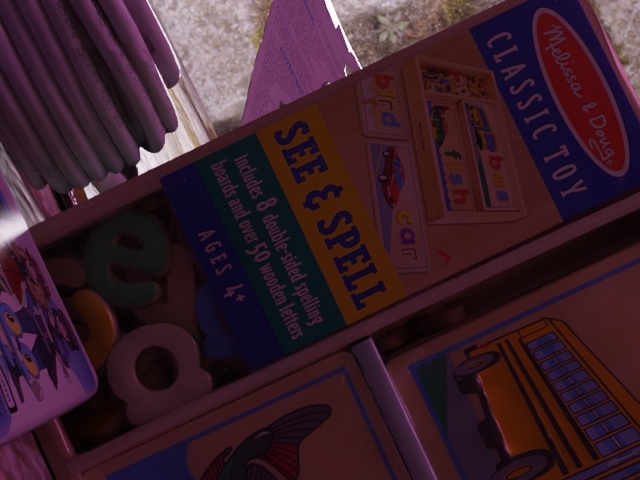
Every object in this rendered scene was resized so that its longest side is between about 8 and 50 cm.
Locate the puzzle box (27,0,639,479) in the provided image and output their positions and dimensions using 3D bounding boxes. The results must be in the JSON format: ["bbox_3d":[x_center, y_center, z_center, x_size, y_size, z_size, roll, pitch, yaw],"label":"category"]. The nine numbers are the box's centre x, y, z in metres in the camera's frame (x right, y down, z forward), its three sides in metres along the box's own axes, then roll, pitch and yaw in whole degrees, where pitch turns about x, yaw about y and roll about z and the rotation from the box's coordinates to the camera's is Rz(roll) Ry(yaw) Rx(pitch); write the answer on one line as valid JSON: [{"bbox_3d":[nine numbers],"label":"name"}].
[{"bbox_3d":[0.065,0.134,0.597,0.052,0.272,0.409,52,12,-85],"label":"puzzle box"}]

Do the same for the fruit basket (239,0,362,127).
[{"bbox_3d":[0.000,0.000,1.077,0.353,0.165,0.327,-86,157,-44],"label":"fruit basket"}]

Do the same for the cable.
[{"bbox_3d":[-0.149,-0.147,0.694,0.257,0.089,0.257,55,-11,56],"label":"cable"}]

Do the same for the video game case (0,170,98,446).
[{"bbox_3d":[-0.171,-0.084,0.437,0.329,0.036,0.300,64,1,1],"label":"video game case"}]

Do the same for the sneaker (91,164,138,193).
[{"bbox_3d":[-0.141,-0.176,0.975,0.104,0.146,0.296,68,-2,-77],"label":"sneaker"}]

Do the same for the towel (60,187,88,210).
[{"bbox_3d":[-0.137,-0.005,0.893,0.060,0.009,0.083,63,3,-80],"label":"towel"}]
